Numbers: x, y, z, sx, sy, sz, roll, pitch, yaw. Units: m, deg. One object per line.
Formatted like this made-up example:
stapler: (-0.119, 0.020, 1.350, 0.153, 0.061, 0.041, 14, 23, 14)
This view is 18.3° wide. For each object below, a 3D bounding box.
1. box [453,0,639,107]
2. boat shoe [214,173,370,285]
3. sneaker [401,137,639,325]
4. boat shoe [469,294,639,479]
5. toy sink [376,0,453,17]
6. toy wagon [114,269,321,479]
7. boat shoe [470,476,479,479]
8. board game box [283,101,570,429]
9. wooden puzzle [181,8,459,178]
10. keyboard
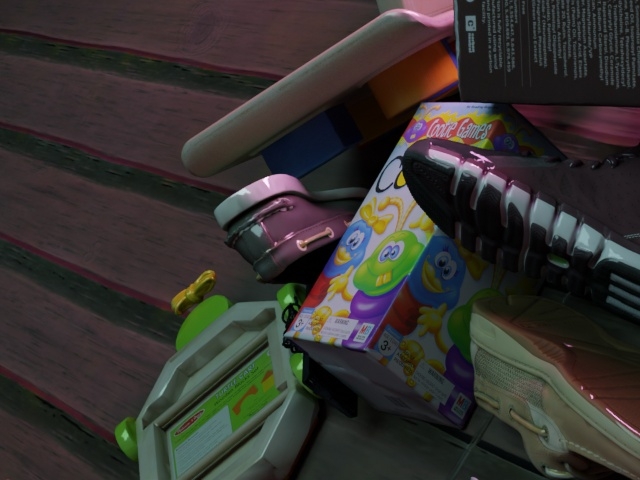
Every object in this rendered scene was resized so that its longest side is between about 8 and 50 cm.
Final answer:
box: (0.305, -0.187, 1.722, 0.381, 0.191, 0.143, 6, 101, 57)
boat shoe: (-0.004, 0.002, 1.990, 0.109, 0.305, 0.091, -34, 74, 19)
sneaker: (0.224, -0.046, 1.769, 0.162, 0.281, 0.106, -53, -16, -29)
boat shoe: (0.225, 0.144, 1.642, 0.341, 0.121, 0.110, -139, 53, -64)
toy sink: (0.129, -0.327, 2.262, 0.131, 0.234, 0.153, -20, 29, -5)
toy wagon: (-0.104, 0.158, 2.111, 0.267, 0.068, 0.344, -40, 30, 17)
boat shoe: (0.140, 0.258, 1.611, 0.306, 0.113, 0.105, -34, 21, 55)
board game box: (0.115, 0.019, 1.889, 0.144, 0.142, 0.275, 5, 60, 56)
wooden puzzle: (0.067, -0.153, 2.080, 0.322, 0.080, 0.348, -30, -6, 32)
keyboard: (-0.006, 0.104, 1.978, 0.038, 0.100, 0.192, -40, 20, 19)
